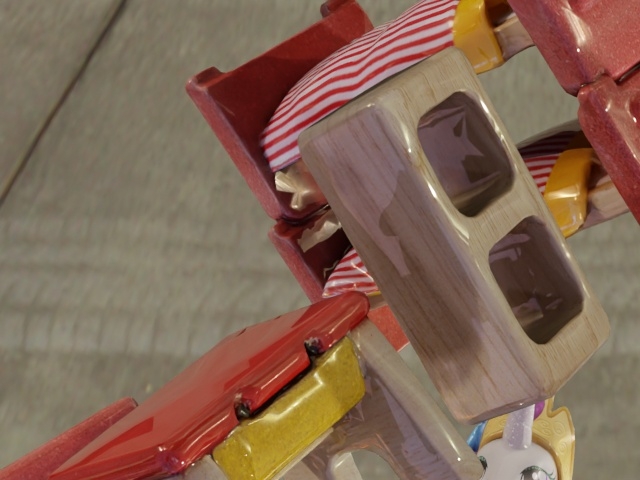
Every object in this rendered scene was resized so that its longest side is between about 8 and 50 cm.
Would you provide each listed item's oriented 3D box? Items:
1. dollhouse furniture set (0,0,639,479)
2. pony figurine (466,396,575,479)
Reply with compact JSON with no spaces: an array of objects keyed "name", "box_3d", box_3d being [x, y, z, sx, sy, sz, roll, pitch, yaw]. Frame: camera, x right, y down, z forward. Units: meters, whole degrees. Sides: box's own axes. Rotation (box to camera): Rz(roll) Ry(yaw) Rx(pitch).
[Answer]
[{"name":"dollhouse furniture set","box_3d":[0.000,0.000,0.732,0.201,0.374,0.152,-23,99,45]},{"name":"pony figurine","box_3d":[0.102,0.299,1.247,0.302,0.363,0.351,6,122,21]}]
